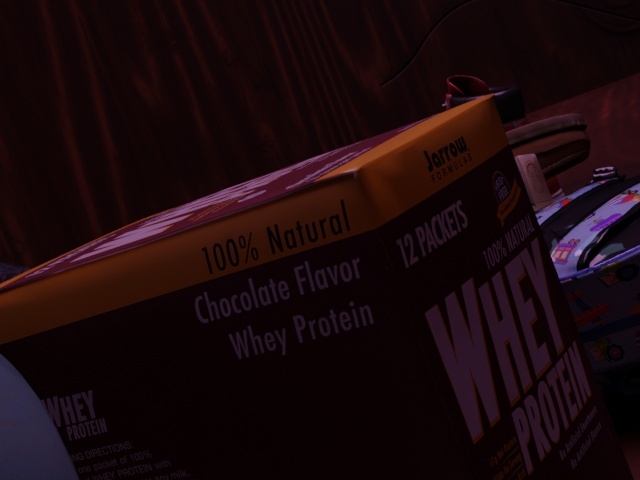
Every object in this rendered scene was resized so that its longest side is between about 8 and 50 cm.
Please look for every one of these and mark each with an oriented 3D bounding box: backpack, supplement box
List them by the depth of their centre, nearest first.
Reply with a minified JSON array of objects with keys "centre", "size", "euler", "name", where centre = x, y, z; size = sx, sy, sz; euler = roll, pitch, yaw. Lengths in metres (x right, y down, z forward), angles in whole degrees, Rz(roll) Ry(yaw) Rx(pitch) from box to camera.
[{"centre":[-0.001,0.072,0.568],"size":[0.191,0.194,0.129],"euler":[-17,7,32],"name":"supplement box"},{"centre":[0.172,0.024,0.763],"size":[0.173,0.117,0.158],"euler":[-25,7,-38],"name":"backpack"}]

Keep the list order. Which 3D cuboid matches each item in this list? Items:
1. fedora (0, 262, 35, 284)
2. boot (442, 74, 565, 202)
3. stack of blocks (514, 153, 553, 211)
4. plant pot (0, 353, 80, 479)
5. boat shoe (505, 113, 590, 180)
[{"centre":[-0.206,0.111,0.796],"size":[0.334,0.152,0.334],"euler":[-23,24,11],"name":"fedora"},{"centre":[0.141,-0.084,1.561],"size":[0.244,0.176,0.088],"euler":[-17,9,45],"name":"boot"},{"centre":[0.058,0.008,1.127],"size":[0.171,0.087,0.297],"euler":[-23,-6,29],"name":"stack of blocks"},{"centre":[-0.200,0.131,0.403],"size":[0.235,0.293,0.293],"euler":[-6,-5,-39],"name":"plant pot"},{"centre":[0.139,-0.022,1.384],"size":[0.307,0.104,0.111],"euler":[-25,-13,-11],"name":"boat shoe"}]
